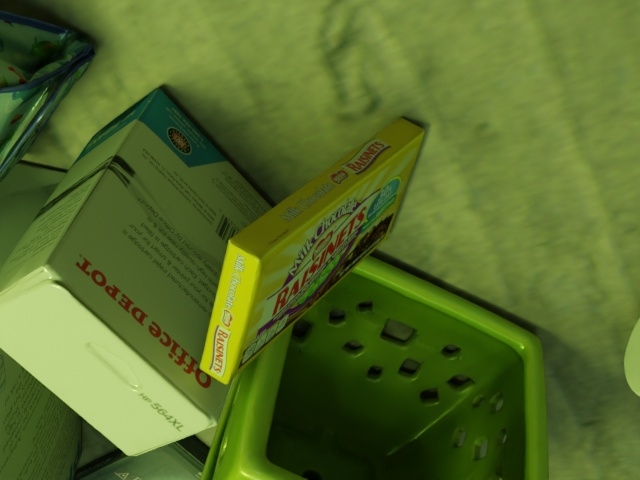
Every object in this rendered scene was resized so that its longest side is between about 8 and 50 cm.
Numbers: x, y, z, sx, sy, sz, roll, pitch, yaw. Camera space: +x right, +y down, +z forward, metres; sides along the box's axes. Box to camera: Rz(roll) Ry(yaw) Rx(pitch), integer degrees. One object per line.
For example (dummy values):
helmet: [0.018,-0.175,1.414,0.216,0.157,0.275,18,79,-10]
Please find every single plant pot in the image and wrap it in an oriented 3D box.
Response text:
plant pot: [0.025,0.167,0.687,0.227,0.228,0.207,25,134,-10]

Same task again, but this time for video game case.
video game case: [-0.186,0.305,0.945,0.274,0.026,0.196,-29,117,28]

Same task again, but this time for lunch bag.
lunch bag: [-0.237,-0.087,0.586,0.129,0.151,0.096,-41,79,34]

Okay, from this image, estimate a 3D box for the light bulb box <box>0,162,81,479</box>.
light bulb box: [-0.393,0.116,0.708,0.358,0.225,0.361,13,129,-1]

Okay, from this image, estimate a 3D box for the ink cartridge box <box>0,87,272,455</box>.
ink cartridge box: [-0.118,0.017,0.598,0.086,0.203,0.148,-26,118,31]

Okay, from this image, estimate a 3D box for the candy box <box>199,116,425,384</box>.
candy box: [0.000,0.000,0.575,0.027,0.206,0.105,29,130,19]

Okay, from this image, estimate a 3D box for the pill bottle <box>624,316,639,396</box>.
pill bottle: [0.342,0.115,0.655,0.209,0.119,0.119,27,126,-11]
